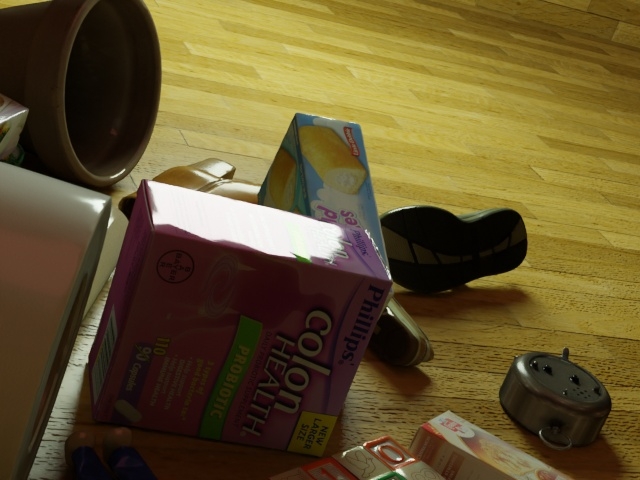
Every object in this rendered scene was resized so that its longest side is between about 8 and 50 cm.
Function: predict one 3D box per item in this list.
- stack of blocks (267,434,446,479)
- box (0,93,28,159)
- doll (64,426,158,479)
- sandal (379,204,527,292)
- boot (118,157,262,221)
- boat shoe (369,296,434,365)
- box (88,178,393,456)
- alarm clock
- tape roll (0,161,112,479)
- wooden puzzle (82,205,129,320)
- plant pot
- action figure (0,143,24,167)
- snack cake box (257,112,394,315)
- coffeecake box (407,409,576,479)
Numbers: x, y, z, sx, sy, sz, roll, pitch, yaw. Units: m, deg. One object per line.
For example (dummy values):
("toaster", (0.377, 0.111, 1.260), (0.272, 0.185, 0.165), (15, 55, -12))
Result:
("stack of blocks", (0.014, 0.277, 1.051), (0.171, 0.087, 0.297), (35, 27, 31))
("box", (-0.415, -0.092, 1.339), (0.067, 0.063, 0.324), (27, 23, 5))
("doll", (-0.158, 0.231, 1.062), (0.129, 0.046, 0.189), (1, 28, -36))
("sandal", (0.175, 0.010, 1.772), (0.302, 0.120, 0.086), (-1, 3, -43))
("boot", (-0.093, -0.009, 1.599), (0.295, 0.104, 0.211), (24, 29, 15))
("boat shoe", (0.071, 0.090, 1.554), (0.072, 0.068, 0.190), (13, 31, -47))
("box", (-0.085, 0.080, 1.241), (0.243, 0.214, 0.117), (12, 24, -20))
("alarm clock", (0.282, 0.194, 1.492), (0.129, 0.064, 0.192), (21, 26, 1))
("tape roll", (-0.257, 0.084, 1.009), (0.100, 0.286, 0.286), (17, 23, -7))
("wooden puzzle", (-0.402, -0.005, 1.351), (0.347, 0.080, 0.322), (24, 23, -4))
("plant pot", (-0.369, -0.216, 1.655), (0.229, 0.263, 0.263), (10, 19, 19))
("action figure", (-0.447, -0.127, 1.548), (0.232, 0.137, 0.063), (34, -17, 18))
("snack cake box", (0.000, 0.000, 1.459), (0.089, 0.152, 0.264), (9, 47, -21))
("coffeecake box", (0.179, 0.246, 1.235), (0.185, 0.068, 0.142), (27, 7, 15))
